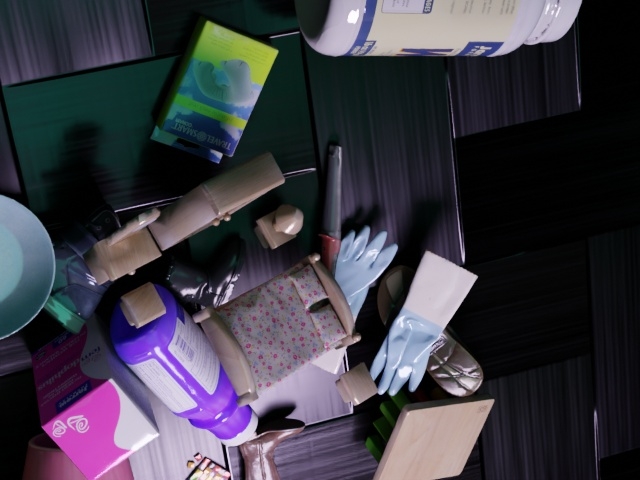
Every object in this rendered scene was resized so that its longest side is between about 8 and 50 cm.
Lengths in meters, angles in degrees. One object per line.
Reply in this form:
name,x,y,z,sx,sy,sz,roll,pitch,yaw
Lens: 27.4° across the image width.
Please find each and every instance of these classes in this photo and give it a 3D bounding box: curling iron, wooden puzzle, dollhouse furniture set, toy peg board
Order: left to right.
wooden puzzle,-0.167,0.354,1.960,0.083,0.006,0.049,36,97,-25
dollhouse furniture set,-0.077,0.092,1.687,0.303,0.174,0.355,-28,90,-37
curling iron,0.000,0.000,1.848,0.068,0.035,0.274,12,105,8
toy peg board,0.154,0.281,1.986,0.160,0.079,0.161,-4,129,-32

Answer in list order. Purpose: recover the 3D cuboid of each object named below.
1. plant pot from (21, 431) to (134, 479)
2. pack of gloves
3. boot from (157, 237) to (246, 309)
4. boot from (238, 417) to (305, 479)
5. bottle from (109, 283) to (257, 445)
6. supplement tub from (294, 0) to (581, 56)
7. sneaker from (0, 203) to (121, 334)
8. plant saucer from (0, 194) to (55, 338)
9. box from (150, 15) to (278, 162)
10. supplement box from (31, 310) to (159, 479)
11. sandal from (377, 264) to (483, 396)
plant pot,-0.334,0.360,1.820,0.201,0.201,0.180,-4,96,-16
pack of gloves,0.089,0.100,1.902,0.195,0.046,0.232,26,107,0
boot,-0.166,0.042,1.819,0.099,0.045,0.121,17,106,-19
boot,-0.067,0.326,1.962,0.106,0.037,0.114,-9,110,1
bottle,-0.182,0.183,1.822,0.092,0.118,0.283,-21,132,17
supplement tub,0.145,-0.349,1.652,0.325,0.235,0.235,-2,111,-16
sneaker,-0.357,-0.008,1.722,0.226,0.086,0.163,40,87,-18
plant saucer,-0.431,0.031,1.641,0.195,0.037,0.195,-4,104,-19
box,-0.142,-0.193,1.734,0.109,0.042,0.178,19,103,-22
supplement box,-0.301,0.202,1.741,0.111,0.220,0.114,-35,116,-1
sandal,0.162,0.131,1.937,0.090,0.060,0.219,-39,98,15
